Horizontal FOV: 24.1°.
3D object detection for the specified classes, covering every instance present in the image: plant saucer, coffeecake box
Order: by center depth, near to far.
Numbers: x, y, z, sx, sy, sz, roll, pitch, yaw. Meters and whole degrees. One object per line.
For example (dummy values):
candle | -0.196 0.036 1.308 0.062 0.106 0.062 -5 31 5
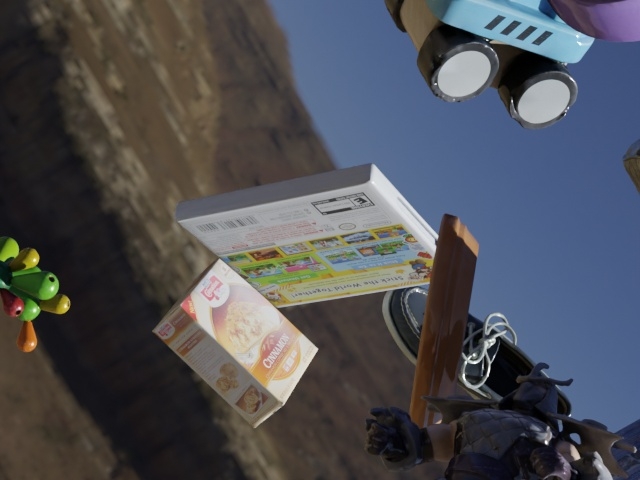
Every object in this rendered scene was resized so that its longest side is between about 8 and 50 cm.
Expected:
plant saucer | 0.108 0.077 1.305 0.200 0.037 0.199 9 90 -84
coffeecake box | -0.110 0.131 1.971 0.185 0.068 0.142 44 33 -6

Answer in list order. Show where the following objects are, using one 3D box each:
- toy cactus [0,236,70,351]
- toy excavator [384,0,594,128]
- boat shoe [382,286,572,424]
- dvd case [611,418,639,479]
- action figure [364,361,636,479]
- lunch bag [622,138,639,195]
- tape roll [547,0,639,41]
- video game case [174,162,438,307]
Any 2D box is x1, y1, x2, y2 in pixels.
toy cactus | -0.370 0.042 1.543 0.181 0.112 0.219 10 8 -45
toy excavator | 0.245 -0.426 2.066 0.433 0.445 0.222 14 35 -29
boat shoe | 0.177 0.132 1.669 0.254 0.095 0.079 44 -34 -17
dvd case | 0.256 0.184 1.132 0.022 0.180 0.253 61 -1 -7
action figure | 0.094 0.174 0.991 0.185 0.285 0.099 -3 -57 42
lunch bag | 0.573 -0.068 1.882 0.256 0.305 0.212 61 1 -3
tape roll | 0.284 -0.285 1.384 0.189 0.189 0.080 57 11 31
video game case | 0.000 0.000 1.525 0.206 0.227 0.026 44 44 -48
